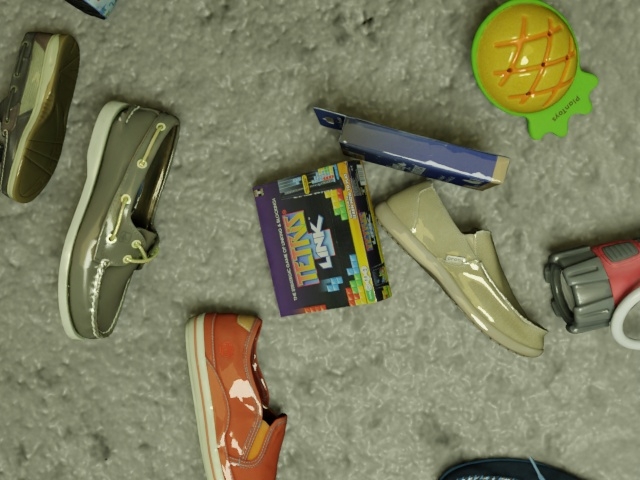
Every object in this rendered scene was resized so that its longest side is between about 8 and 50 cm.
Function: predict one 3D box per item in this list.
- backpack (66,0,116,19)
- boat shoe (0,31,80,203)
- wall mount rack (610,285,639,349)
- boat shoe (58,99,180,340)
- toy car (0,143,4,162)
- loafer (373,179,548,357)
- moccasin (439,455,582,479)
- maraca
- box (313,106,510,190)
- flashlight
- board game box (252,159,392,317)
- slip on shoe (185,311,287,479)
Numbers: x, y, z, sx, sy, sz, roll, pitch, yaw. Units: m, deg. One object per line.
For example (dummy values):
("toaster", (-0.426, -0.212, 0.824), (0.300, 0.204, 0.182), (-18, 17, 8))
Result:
("backpack", (-0.303, -0.339, 0.882), (0.114, 0.105, 0.084), (36, 94, -2))
("boat shoe", (-0.372, -0.160, 0.906), (0.073, 0.080, 0.223), (14, 86, 9))
("wall mount rack", (0.506, 0.148, 0.809), (0.350, 0.130, 0.304), (-3, 127, -8))
("boat shoe", (-0.247, -0.020, 0.880), (0.091, 0.109, 0.305), (11, 88, 8))
("toy car", (-0.444, -0.155, 0.937), (0.040, 0.060, 0.122), (-11, 68, 46))
("loafer", (0.182, 0.030, 0.855), (0.268, 0.102, 0.092), (44, 99, 3))
("moccasin", (0.309, 0.344, 0.841), (0.342, 0.117, 0.138), (10, 91, 4))
("maraca", (0.259, -0.204, 0.853), (0.127, 0.099, 0.185), (-43, 113, 11))
("box", (0.100, -0.105, 0.842), (0.225, 0.136, 0.036), (17, 92, 4))
("flashlight", (0.432, 0.029, 0.846), (0.304, 0.103, 0.103), (-13, 85, -1))
("board game box", (0.000, 0.000, 0.866), (0.141, 0.048, 0.170), (-13, 89, 30))
("slip on shoe", (-0.088, 0.247, 0.872), (0.101, 0.123, 0.331), (-11, 85, 0))
